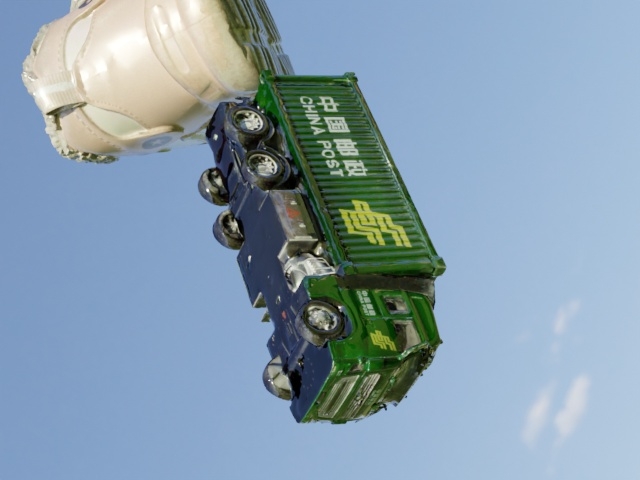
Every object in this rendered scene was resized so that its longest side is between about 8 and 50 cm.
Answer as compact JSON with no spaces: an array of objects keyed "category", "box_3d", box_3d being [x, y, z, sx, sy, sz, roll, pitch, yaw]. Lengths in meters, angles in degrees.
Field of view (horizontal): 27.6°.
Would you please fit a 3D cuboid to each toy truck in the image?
[{"category":"toy truck","box_3d":[0.000,0.000,0.899,0.121,0.259,0.088,-2,-39,-27]}]

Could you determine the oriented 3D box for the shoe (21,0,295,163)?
[{"category":"shoe","box_3d":[-0.137,-0.161,1.151,0.351,0.198,0.172,8,-120,-84]}]
